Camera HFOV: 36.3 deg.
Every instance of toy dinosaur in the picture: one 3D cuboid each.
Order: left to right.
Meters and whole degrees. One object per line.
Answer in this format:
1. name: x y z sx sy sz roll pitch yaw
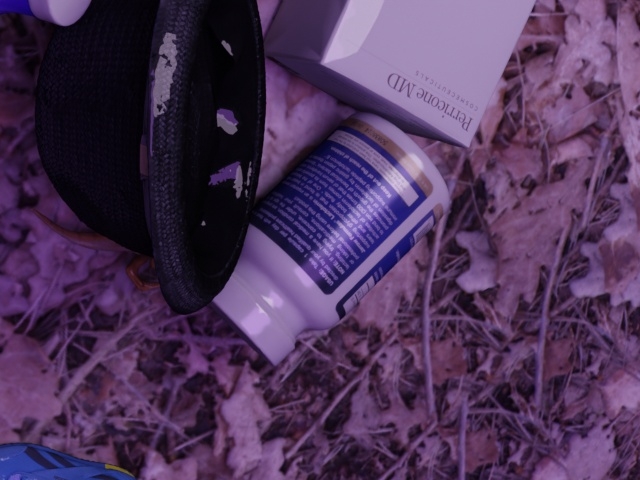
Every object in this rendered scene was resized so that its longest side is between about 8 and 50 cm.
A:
1. toy dinosaur: -0.190 -0.003 1.017 0.211 0.064 0.112 -19 92 -31

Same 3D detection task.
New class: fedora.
1. fedora: -0.153 -0.104 0.875 0.152 0.334 0.334 8 100 10

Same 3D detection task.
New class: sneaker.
1. sneaker: -0.274 0.264 1.017 0.209 0.082 0.069 18 95 -28

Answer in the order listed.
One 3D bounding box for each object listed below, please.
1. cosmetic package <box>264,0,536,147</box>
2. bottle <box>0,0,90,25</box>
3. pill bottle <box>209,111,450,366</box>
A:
1. cosmetic package: 0.122 -0.318 1.036 0.217 0.156 0.385 22 91 -31
2. bottle: -0.316 -0.246 0.781 0.282 0.092 0.118 22 90 13
3. pill bottle: 0.000 0.000 1.051 0.264 0.153 0.153 -44 117 -11
